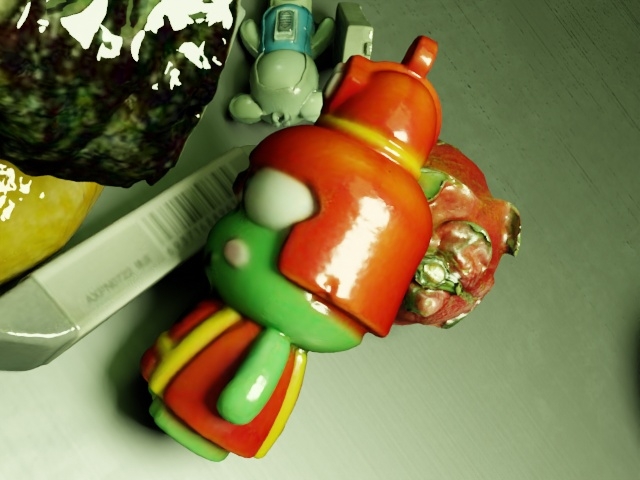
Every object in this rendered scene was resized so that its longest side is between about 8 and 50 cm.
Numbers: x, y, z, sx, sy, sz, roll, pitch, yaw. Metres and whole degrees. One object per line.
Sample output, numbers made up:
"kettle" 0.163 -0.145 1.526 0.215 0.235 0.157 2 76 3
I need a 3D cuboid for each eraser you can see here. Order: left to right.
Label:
"eraser" -0.144 0.004 0.645 0.061 0.089 0.352 52 47 -4

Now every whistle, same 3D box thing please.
"whistle" -0.038 -0.214 0.864 0.114 0.077 0.235 -2 56 5

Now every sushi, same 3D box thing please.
"sushi" -0.156 -0.195 0.461 0.171 0.211 0.350 10 57 -31

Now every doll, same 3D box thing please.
"doll" -0.001 0.000 0.606 0.160 0.182 0.363 28 89 -10

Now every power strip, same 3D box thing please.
"power strip" 0.033 -0.213 0.860 0.029 0.079 0.227 4 24 -4

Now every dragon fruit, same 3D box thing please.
"dragon fruit" 0.076 -0.039 0.768 0.200 0.198 0.269 43 24 -79

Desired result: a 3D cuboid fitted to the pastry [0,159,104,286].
"pastry" -0.306 -0.115 0.540 0.356 0.164 0.355 22 52 -31
